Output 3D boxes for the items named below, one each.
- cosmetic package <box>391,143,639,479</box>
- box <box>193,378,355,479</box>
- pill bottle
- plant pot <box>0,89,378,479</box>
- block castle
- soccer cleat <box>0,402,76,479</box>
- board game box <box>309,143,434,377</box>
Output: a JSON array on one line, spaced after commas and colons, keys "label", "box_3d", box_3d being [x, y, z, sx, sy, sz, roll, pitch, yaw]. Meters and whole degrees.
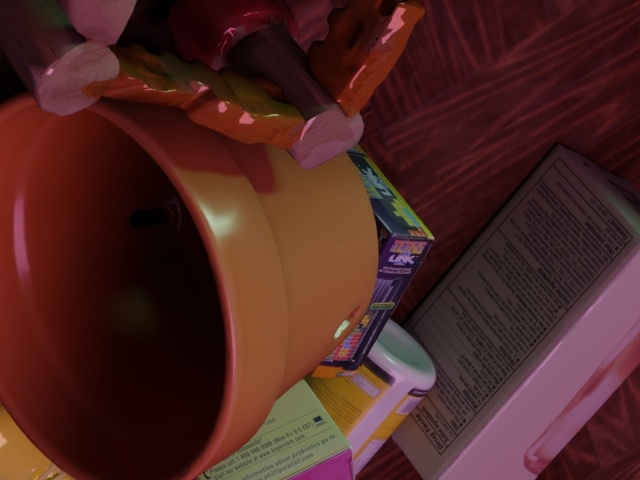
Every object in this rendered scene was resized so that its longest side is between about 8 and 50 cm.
[{"label": "cosmetic package", "box_3d": [0.191, 0.082, 1.763, 0.129, 0.153, 0.296, 23, 114, -46]}, {"label": "box", "box_3d": [-0.075, 0.172, 1.576, 0.117, 0.243, 0.213, -24, 140, -16]}, {"label": "pill bottle", "box_3d": [0.010, 0.155, 1.735, 0.103, 0.103, 0.184, 22, 113, -47]}, {"label": "plant pot", "box_3d": [-0.097, 0.015, 1.403, 0.203, 0.291, 0.291, -20, 141, -45]}, {"label": "block castle", "box_3d": [-0.029, -0.284, 1.195, 0.303, 0.213, 0.453, 9, 124, -45]}, {"label": "soccer cleat", "box_3d": [-0.210, 0.222, 1.621, 0.093, 0.121, 0.289, -34, 141, -4]}, {"label": "board game box", "box_3d": [0.000, 0.000, 1.522, 0.048, 0.170, 0.141, 3, 126, -39]}]
